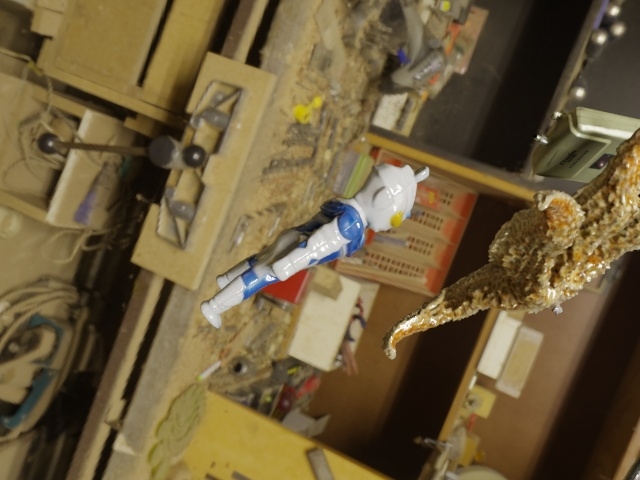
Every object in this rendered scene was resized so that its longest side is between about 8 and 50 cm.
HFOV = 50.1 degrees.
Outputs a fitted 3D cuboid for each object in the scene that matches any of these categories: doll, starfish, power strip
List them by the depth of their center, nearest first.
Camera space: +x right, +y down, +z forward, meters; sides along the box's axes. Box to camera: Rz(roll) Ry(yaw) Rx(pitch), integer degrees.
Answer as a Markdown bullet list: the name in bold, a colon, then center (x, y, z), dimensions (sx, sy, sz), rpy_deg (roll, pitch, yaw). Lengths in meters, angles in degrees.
- **power strip**: center (0.261, -0.075, 0.596), dimensions (0.076, 0.168, 0.028), rpy_deg (118, -24, -59)
- **doll**: center (0.000, 0.000, 0.606), dimensions (0.227, 0.057, 0.114), rpy_deg (-34, -174, 9)
- **starfish**: center (0.233, 0.005, 0.610), dimensions (0.301, 0.084, 0.293), rpy_deg (-11, 156, -25)

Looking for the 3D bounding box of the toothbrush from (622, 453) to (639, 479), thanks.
- **toothbrush**: center (0.201, 0.229, 0.504), dimensions (0.297, 0.030, 0.030), rpy_deg (-43, 155, -16)
